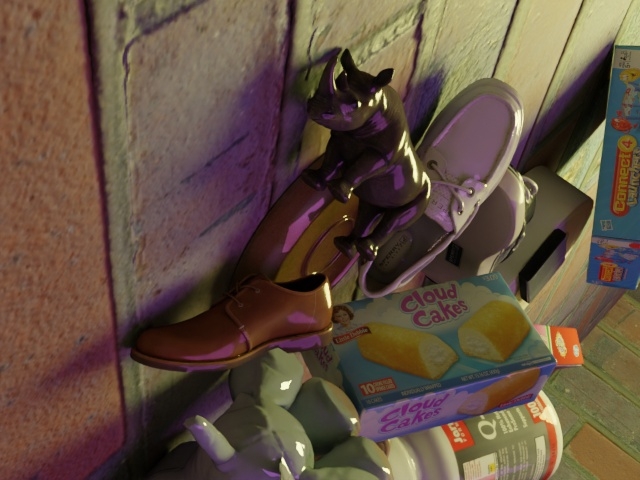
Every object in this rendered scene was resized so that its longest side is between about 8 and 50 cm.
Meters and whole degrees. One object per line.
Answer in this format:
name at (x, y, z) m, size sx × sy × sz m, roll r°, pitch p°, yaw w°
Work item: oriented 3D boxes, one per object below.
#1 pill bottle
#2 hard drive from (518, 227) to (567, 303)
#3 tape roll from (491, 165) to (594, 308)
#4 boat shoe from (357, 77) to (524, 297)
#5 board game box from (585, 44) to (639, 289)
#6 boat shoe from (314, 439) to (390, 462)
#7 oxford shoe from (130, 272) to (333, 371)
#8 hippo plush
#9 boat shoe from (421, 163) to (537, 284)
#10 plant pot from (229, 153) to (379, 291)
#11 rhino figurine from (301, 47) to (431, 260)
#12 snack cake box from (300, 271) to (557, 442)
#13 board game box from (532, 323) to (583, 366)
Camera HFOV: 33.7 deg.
pill bottle at (0.224, 0.369, 1.838) m, size 0.363 × 0.210 × 0.210 m, roll -11°, pitch 140°, yaw -32°
hard drive at (0.338, 0.040, 1.613) m, size 0.094 × 0.022 × 0.135 m, roll -49°, pitch 160°, yaw -6°
tape roll at (0.320, 0.019, 1.721) m, size 0.286 × 0.100 × 0.286 m, roll -44°, pitch 159°, yaw -22°
boat shoe at (0.129, -0.045, 1.146) m, size 0.277 × 0.098 × 0.096 m, roll -59°, pitch 180°, yaw 23°
board game box at (0.486, -0.106, 1.681) m, size 0.302 × 0.086 × 0.308 m, roll 52°, pitch 46°, yaw -70°
boat shoe at (0.004, 0.398, 1.694) m, size 0.285 × 0.103 × 0.092 m, roll -53°, pitch -177°, yaw 9°
oxford shoe at (-0.077, 0.068, 0.953) m, size 0.212 × 0.076 × 0.076 m, roll -11°, pitch 113°, yaw -40°
hippo plush at (-0.077, 0.273, 1.074) m, size 0.236 × 0.234 × 0.294 m, roll -46°, pitch -178°, yaw 18°
boat shoe at (0.217, -0.053, 1.358) m, size 0.158 × 0.127 × 0.340 m, roll -51°, pitch 170°, yaw -20°
plant pot at (0.000, 0.000, 1.071) m, size 0.236 × 0.032 × 0.236 m, roll -44°, pitch 160°, yaw -21°
rhino figurine at (0.038, -0.079, 0.922) m, size 0.106 × 0.073 × 0.243 m, roll -45°, pitch 145°, yaw -15°
snack cake box at (0.127, 0.139, 1.272) m, size 0.264 × 0.152 × 0.089 m, roll -10°, pitch 142°, yaw -24°
board game box at (0.261, 0.189, 1.688) m, size 0.242 × 0.064 × 0.316 m, roll -14°, pitch 168°, yaw 24°
